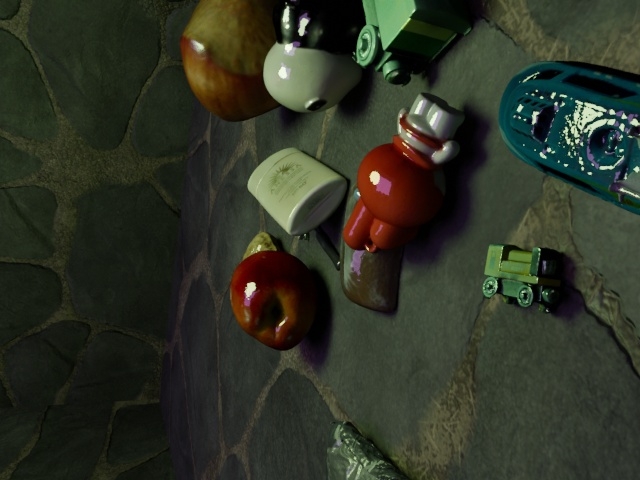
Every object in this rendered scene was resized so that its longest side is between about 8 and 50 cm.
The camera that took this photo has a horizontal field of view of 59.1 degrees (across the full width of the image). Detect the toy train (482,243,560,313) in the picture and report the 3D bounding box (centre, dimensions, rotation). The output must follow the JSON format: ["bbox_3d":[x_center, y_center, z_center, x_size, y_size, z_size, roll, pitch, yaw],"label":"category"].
[{"bbox_3d":[0.256,0.046,0.719,0.122,0.050,0.081,-175,96,-67],"label":"toy train"}]

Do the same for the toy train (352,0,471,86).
[{"bbox_3d":[0.136,-0.422,0.958,0.202,0.120,0.300,-38,53,56],"label":"toy train"}]

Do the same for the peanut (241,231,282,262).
[{"bbox_3d":[-0.159,0.089,1.552,0.233,0.110,0.196,49,126,57],"label":"peanut"}]

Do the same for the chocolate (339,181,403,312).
[{"bbox_3d":[0.082,0.003,1.065,0.157,0.080,0.253,-163,77,-65],"label":"chocolate"}]

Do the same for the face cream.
[{"bbox_3d":[-0.067,-0.132,1.361,0.173,0.081,0.348,-44,30,-1],"label":"face cream"}]

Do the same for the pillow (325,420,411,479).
[{"bbox_3d":[0.088,0.435,0.979,0.335,0.093,0.161,-162,82,-66],"label":"pillow"}]

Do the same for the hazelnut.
[{"bbox_3d":[-0.180,-0.479,1.429,0.366,0.366,0.365,-177,90,-66],"label":"hazelnut"}]

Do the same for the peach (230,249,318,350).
[{"bbox_3d":[-0.104,0.137,1.325,0.243,0.200,0.243,-22,-90,-89],"label":"peach"}]

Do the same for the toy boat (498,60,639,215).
[{"bbox_3d":[0.283,-0.127,0.633,0.299,0.092,0.134,-131,46,-57],"label":"toy boat"}]

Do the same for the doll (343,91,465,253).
[{"bbox_3d":[0.127,-0.089,0.912,0.161,0.130,0.290,49,126,37],"label":"doll"}]

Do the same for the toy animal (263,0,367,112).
[{"bbox_3d":[-0.006,-0.403,1.187,0.212,0.213,0.266,-127,43,-55],"label":"toy animal"}]

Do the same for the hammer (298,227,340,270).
[{"bbox_3d":[0.000,0.000,1.315,0.246,0.029,0.103,-123,43,-51],"label":"hammer"}]
